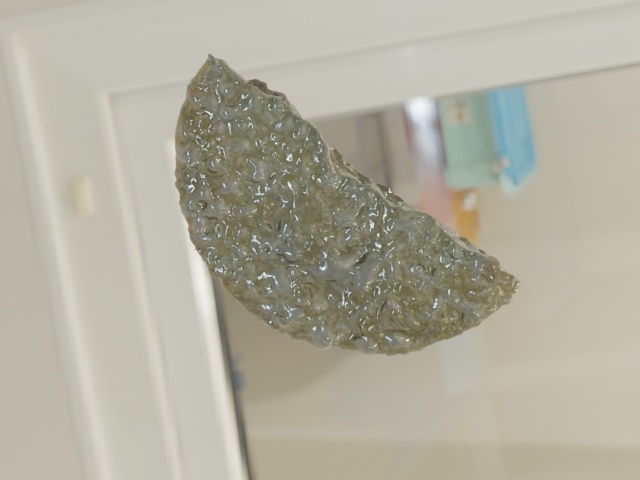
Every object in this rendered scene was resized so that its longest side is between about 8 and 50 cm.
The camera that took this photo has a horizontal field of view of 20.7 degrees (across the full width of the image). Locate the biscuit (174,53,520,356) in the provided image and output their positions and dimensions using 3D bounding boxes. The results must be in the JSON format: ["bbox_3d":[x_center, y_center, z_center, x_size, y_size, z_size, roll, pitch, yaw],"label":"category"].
[{"bbox_3d":[-0.005,0.000,1.139,0.250,0.133,0.032,37,17,0],"label":"biscuit"}]
